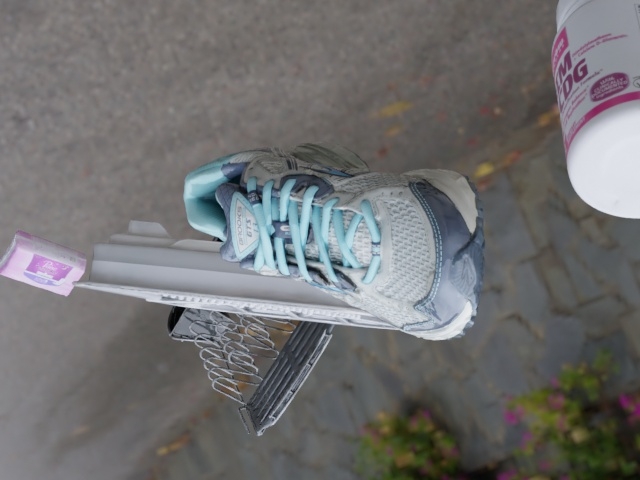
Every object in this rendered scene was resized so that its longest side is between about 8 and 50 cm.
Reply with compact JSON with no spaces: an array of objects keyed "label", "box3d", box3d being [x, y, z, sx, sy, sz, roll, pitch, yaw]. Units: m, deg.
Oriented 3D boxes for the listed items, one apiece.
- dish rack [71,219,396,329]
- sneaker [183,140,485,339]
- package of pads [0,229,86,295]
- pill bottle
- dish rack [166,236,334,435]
[{"label":"dish rack","box3d":[-0.055,0.035,1.446,0.286,0.072,0.333,6,176,14]},{"label":"sneaker","box3d":[0.000,0.000,0.974,0.122,0.110,0.283,-1,-170,-28]},{"label":"package of pads","box3d":[-0.299,0.024,1.625,0.083,0.032,0.050,21,128,-25]},{"label":"pill bottle","box3d":[0.342,-0.174,1.684,0.160,0.283,0.160,1,134,1]},{"label":"dish rack","box3d":[-0.073,0.084,1.723,0.074,0.271,0.208,23,107,-27]}]
